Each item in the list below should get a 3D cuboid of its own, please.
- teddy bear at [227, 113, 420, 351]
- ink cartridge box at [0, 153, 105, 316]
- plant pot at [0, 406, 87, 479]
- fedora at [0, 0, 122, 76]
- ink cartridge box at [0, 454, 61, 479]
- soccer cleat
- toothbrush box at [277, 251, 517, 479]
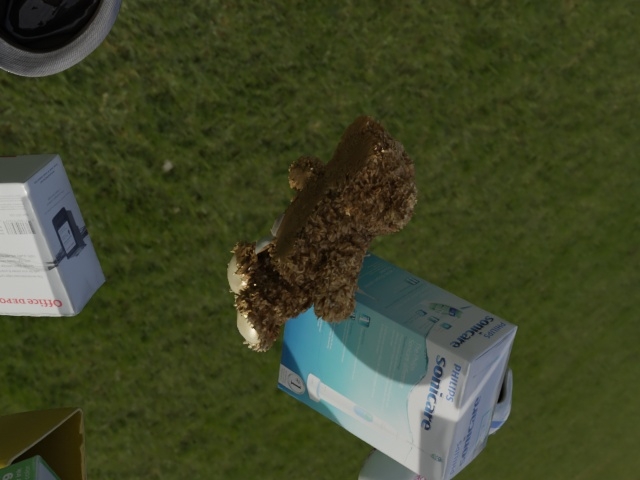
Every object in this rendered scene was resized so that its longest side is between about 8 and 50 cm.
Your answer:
[{"bbox_3d":[0.000,0.000,1.233,0.113,0.245,0.338,30,102,-31],"label":"teddy bear"},{"bbox_3d":[-0.292,-0.004,0.950,0.063,0.109,0.151,-58,142,-52],"label":"ink cartridge box"},{"bbox_3d":[-0.475,0.369,1.402,0.212,0.187,0.212,-41,132,-72],"label":"plant pot"},{"bbox_3d":[-0.447,-0.399,1.557,0.275,0.243,0.124,-55,-169,0],"label":"fedora"},{"bbox_3d":[-0.279,0.271,0.739,0.212,0.093,0.154,-21,133,1],"label":"ink cartridge box"},{"bbox_3d":[0.183,0.290,1.516,0.331,0.116,0.143,-28,138,-37],"label":"soccer cleat"},{"bbox_3d":[0.097,0.163,1.331,0.126,0.295,0.216,-26,133,-45],"label":"toothbrush box"}]
